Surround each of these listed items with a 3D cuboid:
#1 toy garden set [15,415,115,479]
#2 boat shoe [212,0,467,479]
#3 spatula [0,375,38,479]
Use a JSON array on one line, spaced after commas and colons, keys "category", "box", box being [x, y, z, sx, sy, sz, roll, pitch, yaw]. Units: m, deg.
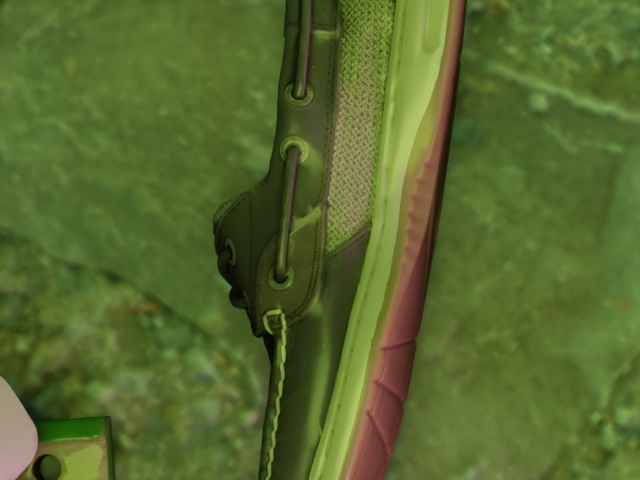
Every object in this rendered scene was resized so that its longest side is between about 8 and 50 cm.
[{"category": "toy garden set", "box": [-0.187, 0.206, 0.866, 0.203, 0.049, 0.244, -5, 86, 3]}, {"category": "boat shoe", "box": [0.000, 0.000, 0.848, 0.092, 0.103, 0.285, 10, 83, 9]}, {"category": "spatula", "box": [-0.176, 0.183, 0.798, 0.242, 0.019, 0.168, -40, 108, -31]}]
